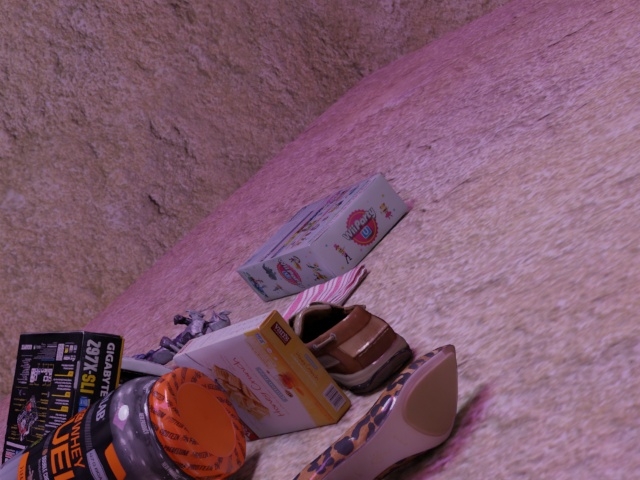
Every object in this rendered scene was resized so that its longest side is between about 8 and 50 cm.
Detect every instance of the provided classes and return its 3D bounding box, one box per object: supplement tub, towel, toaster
[{"bbox_3d":[-0.282,0.326,1.726,0.338,0.207,0.207,-34,12,21],"label":"supplement tub"},{"bbox_3d":[-0.014,0.111,2.184,0.197,0.029,0.144,-26,16,46],"label":"towel"},{"bbox_3d":[-0.351,0.275,2.215,0.146,0.227,0.129,-13,65,56],"label":"toaster"}]

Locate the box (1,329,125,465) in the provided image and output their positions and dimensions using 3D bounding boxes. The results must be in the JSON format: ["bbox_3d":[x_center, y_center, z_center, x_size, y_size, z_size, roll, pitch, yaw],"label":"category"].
[{"bbox_3d":[-0.436,0.281,2.055,0.322,0.079,0.257,-9,73,58],"label":"box"}]

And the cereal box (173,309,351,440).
[{"bbox_3d":[-0.086,0.195,1.728,0.240,0.173,0.047,-24,19,52],"label":"cereal box"}]

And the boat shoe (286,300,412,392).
[{"bbox_3d":[0.012,0.140,1.772,0.122,0.120,0.324,-43,13,-25],"label":"boat shoe"}]

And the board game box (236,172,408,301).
[{"bbox_3d":[0.000,0.000,2.405,0.224,0.097,0.303,-46,12,-28],"label":"board game box"}]

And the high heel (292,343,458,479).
[{"bbox_3d":[0.048,0.222,1.402,0.186,0.093,0.261,-15,34,48],"label":"high heel"}]

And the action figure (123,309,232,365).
[{"bbox_3d":[-0.294,0.214,2.469,0.285,0.099,0.185,-31,4,13],"label":"action figure"}]
